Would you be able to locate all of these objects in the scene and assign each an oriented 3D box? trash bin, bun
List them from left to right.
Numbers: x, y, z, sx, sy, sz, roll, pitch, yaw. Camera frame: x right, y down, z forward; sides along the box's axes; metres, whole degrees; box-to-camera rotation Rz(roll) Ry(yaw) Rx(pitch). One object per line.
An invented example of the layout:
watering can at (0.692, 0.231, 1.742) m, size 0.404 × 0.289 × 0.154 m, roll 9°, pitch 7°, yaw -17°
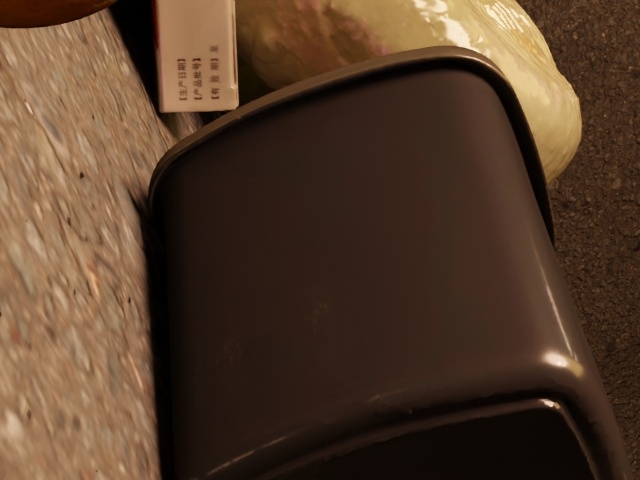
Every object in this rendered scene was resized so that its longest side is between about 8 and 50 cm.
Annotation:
trash bin at (0.026, 0.030, 0.528) m, size 0.290 × 0.209 × 0.182 m, roll -99°, pitch 167°, yaw -53°
bun at (0.066, -0.173, 0.955) m, size 0.361 × 0.213 × 0.361 m, roll 39°, pitch 25°, yaw -22°

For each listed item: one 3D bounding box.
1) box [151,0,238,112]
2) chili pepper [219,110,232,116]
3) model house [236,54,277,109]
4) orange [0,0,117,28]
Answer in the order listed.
box at (-0.111, -0.269, 0.844) m, size 0.353 × 0.069 × 0.214 m, roll -105°, pitch -166°, yaw -59°
chili pepper at (-0.128, -0.223, 1.107) m, size 0.049 × 0.043 × 0.208 m, roll -41°, pitch -118°, yaw 55°
model house at (0.015, -0.172, 1.252) m, size 0.303 × 0.237 × 0.215 m, roll 50°, pitch 18°, yaw -76°
orange at (-0.104, -0.149, 0.345) m, size 0.156 × 0.124 × 0.156 m, roll -24°, pitch 90°, yaw -89°
